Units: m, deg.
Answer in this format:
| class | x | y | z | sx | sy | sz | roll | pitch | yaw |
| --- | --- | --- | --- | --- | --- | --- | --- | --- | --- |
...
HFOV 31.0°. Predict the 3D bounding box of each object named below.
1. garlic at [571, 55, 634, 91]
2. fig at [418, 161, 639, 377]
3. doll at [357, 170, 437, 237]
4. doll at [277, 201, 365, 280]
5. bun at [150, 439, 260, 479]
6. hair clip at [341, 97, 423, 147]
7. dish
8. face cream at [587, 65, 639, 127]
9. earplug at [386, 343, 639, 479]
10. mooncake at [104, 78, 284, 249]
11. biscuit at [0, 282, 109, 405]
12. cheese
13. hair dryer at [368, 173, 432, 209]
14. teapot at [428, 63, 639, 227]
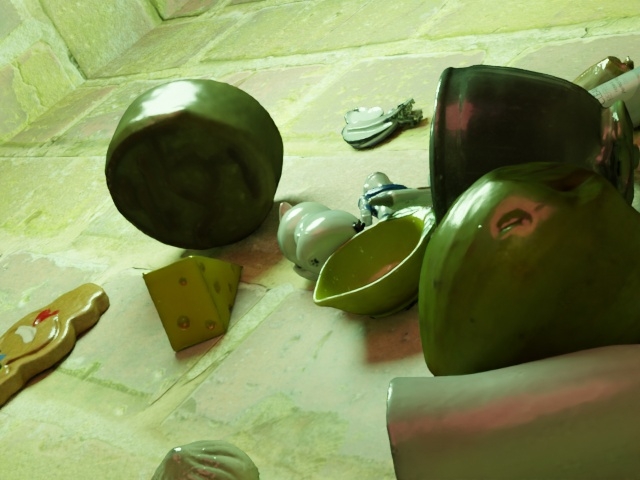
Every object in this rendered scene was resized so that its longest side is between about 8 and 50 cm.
| class | x | y | z | sx | sy | sz | roll | pitch | yaw |
| --- | --- | --- | --- | --- | --- | --- | --- | --- | --- |
| garlic | 0.381 | -0.208 | 1.639 | 0.152 | 0.084 | 0.066 | -36 | 40 | 22 |
| fig | 0.211 | 0.055 | 1.169 | 0.271 | 0.239 | 0.239 | -55 | 30 | -10 |
| doll | 0.106 | -0.048 | 1.675 | 0.114 | 0.057 | 0.227 | -10 | 26 | -7 |
| doll | 0.001 | 0.003 | 1.632 | 0.106 | 0.110 | 0.181 | -58 | 25 | -7 |
| bun | -0.143 | 0.273 | 1.310 | 0.138 | 0.094 | 0.138 | -21 | 27 | 11 |
| hair clip | 0.096 | -0.206 | 1.990 | 0.172 | 0.049 | 0.116 | -12 | 26 | 40 |
| dish | 0.088 | 0.041 | 1.500 | 0.208 | 0.080 | 0.149 | -37 | 26 | -9 |
| face cream | 0.414 | -0.187 | 1.569 | 0.229 | 0.075 | 0.075 | -26 | 25 | 10 |
| earplug | 0.228 | 0.171 | 1.035 | 0.301 | 0.172 | 0.172 | -16 | 28 | 14 |
| mooncake | -0.206 | -0.118 | 1.887 | 0.285 | 0.284 | 0.155 | -21 | 32 | 21 |
| biscuit | -0.499 | 0.182 | 1.927 | 0.334 | 0.047 | 0.202 | -39 | 26 | -18 |
| cheese | -0.180 | 0.074 | 1.754 | 0.093 | 0.126 | 0.171 | -22 | 6 | 16 |
| hair dryer | 0.132 | -0.066 | 1.598 | 0.183 | 0.044 | 0.155 | -1 | 17 | -19 |
| teapot | 0.265 | -0.076 | 1.403 | 0.240 | 0.321 | 0.239 | 1 | 70 | 15 |
